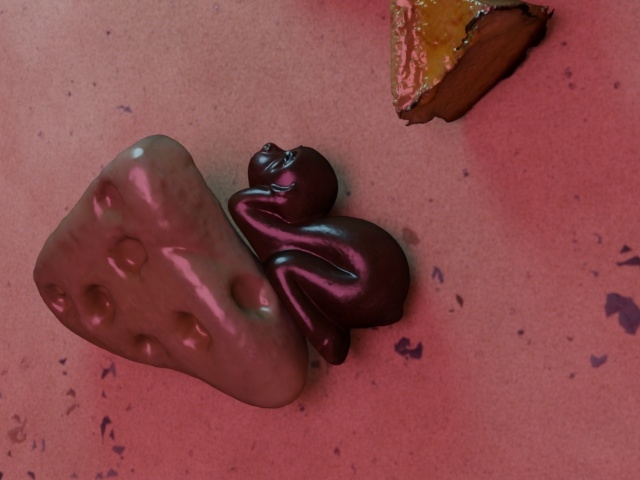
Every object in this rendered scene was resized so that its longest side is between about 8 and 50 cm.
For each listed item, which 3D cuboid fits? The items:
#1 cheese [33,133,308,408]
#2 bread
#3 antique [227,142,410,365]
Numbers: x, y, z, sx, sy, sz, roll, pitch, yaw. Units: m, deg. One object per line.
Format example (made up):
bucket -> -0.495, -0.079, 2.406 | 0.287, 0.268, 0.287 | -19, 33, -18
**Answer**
cheese -> -0.191, 0.082, 2.179 | 0.328, 0.129, 0.351 | -33, 91, 46
bread -> 0.166, -0.211, 1.979 | 0.160, 0.140, 0.169 | 2, 93, 43
antique -> 0.000, 0.000, 2.085 | 0.143, 0.121, 0.257 | -38, 68, 12
